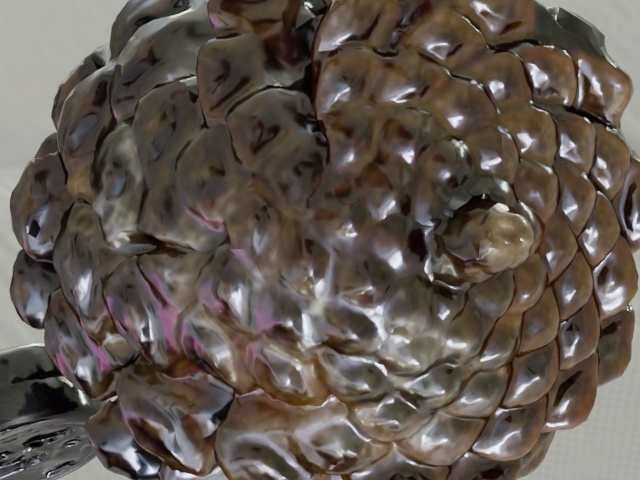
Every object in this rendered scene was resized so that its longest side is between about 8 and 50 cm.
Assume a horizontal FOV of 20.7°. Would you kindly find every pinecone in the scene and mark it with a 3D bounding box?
[{"bbox_3d":[0.001,-0.001,0.850,0.296,0.242,0.298,4,-84,34],"label":"pinecone"}]

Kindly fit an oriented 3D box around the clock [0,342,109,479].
[{"bbox_3d":[-0.287,0.191,1.088,0.277,0.379,0.120,-11,-120,-24],"label":"clock"}]
